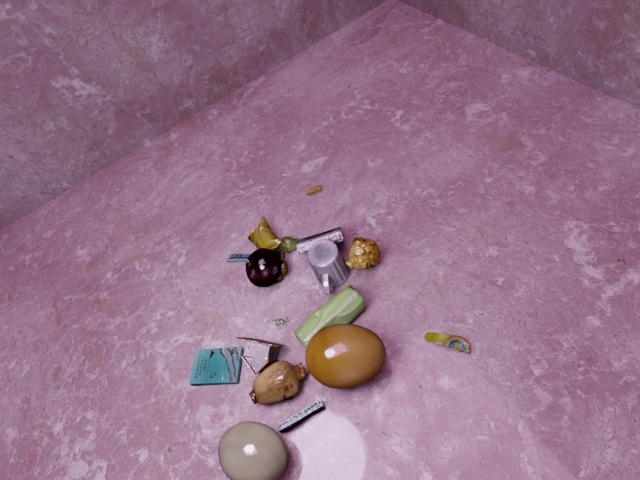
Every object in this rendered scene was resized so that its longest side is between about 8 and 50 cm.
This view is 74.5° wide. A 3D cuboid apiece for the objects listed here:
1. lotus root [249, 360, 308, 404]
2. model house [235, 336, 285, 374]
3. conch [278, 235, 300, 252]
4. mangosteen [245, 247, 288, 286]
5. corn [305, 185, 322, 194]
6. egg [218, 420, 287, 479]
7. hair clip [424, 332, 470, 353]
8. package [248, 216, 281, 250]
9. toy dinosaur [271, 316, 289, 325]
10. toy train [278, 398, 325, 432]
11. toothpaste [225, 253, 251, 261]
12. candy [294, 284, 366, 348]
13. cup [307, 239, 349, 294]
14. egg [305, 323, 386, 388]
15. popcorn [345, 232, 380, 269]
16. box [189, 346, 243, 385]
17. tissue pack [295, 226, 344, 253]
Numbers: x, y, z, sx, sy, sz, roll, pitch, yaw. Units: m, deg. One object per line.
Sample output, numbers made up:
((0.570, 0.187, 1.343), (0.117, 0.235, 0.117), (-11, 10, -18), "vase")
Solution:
((-0.177, 0.592, 1.741), (0.256, 0.140, 0.154), (-33, 59, 1), "lotus root")
((-0.264, 0.501, 1.823), (0.207, 0.219, 0.136), (7, 78, 11), "model house")
((-0.163, 0.021, 2.193), (0.121, 0.074, 0.089), (-9, 86, -9), "conch")
((-0.268, 0.133, 2.064), (0.209, 0.210, 0.210), (-8, 54, 11), "mangosteen")
((-0.037, -0.284, 2.375), (0.092, 0.037, 0.037), (-20, 53, 6), "corn")
((-0.253, 0.797, 1.575), (0.269, 0.219, 0.219), (9, 59, 27), "egg")
((0.521, 0.410, 1.727), (0.188, 0.033, 0.060), (11, 57, 23), "hair clip")
((-0.292, -0.001, 2.202), (0.168, 0.090, 0.226), (-52, 52, 22), "package")
((-0.186, 0.373, 1.971), (0.062, 0.021, 0.083), (-41, 58, -22), "toy dinosaur")
((-0.079, 0.708, 1.690), (0.207, 0.043, 0.047), (-29, 51, -5), "toy train")
((-0.406, 0.091, 2.226), (0.197, 0.035, 0.057), (-1, 40, 18), "toothpaste")
((0.044, 0.337, 1.859), (0.343, 0.132, 0.142), (-39, 60, -13), "candy")
((0.045, 0.125, 1.962), (0.166, 0.202, 0.221), (-30, 53, -2), "cup")
((0.099, 0.457, 1.683), (0.322, 0.250, 0.250), (-11, 54, 5), "egg")
((0.204, 0.068, 1.970), (0.140, 0.194, 0.164), (16, 87, 23), "popcorn")
((-0.469, 0.568, 1.905), (0.229, 0.041, 0.162), (-6, 55, 12), "box")
((0.000, 0.000, 2.089), (0.235, 0.173, 0.073), (-18, 96, 6), "tissue pack")
